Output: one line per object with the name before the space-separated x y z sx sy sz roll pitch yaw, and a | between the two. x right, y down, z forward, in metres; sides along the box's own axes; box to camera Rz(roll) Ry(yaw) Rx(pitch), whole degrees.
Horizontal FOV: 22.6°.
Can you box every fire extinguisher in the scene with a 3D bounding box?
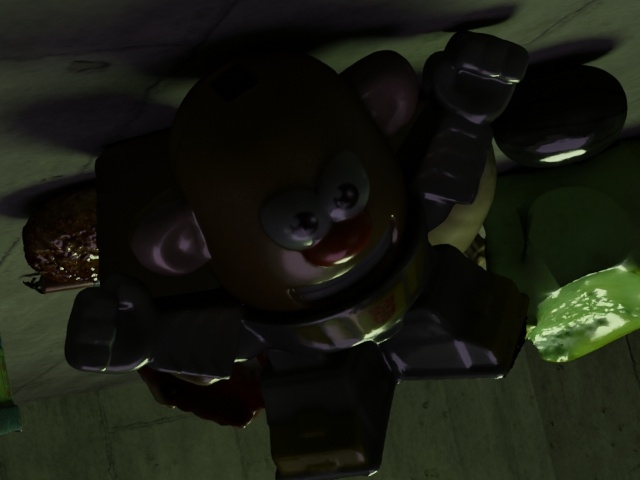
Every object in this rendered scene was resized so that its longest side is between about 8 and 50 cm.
fire extinguisher | -0.272 0.042 1.695 0.083 0.022 0.028 -8 -159 -21

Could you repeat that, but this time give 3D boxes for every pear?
pear | 0.333 0.012 1.696 0.282 0.176 0.286 -17 161 20

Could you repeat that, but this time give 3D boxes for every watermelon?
watermelon | 0.180 -0.094 1.224 0.110 0.078 0.078 -16 171 14

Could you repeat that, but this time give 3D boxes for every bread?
bread | -0.163 -0.010 1.359 0.193 0.064 0.193 -14 170 -3

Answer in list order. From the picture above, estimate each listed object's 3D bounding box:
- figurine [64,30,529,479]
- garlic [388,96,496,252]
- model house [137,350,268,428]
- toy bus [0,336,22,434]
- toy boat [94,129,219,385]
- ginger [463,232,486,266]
figurine | -0.001 0.000 1.053 0.167 0.285 0.342 13 -130 43
garlic | 0.059 -0.049 1.273 0.164 0.145 0.245 20 -169 30
model house | -0.051 0.059 1.450 0.254 0.160 0.196 -25 -169 46
toy bus | -0.440 0.125 1.416 0.312 0.190 0.152 -13 176 6
toy boat | -0.103 0.010 1.165 0.116 0.188 0.061 -13 163 13
ginger | 0.051 0.032 1.746 0.275 0.130 0.221 -14 -178 4
